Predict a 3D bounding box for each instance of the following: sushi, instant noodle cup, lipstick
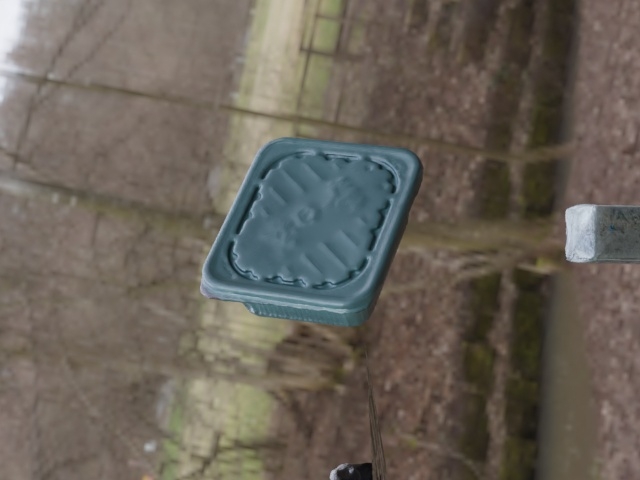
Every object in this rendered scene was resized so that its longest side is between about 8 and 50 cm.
[{"bbox_3d":[0.047,0.342,1.709,0.339,0.069,0.320,-90,-9,-62],"label":"sushi"},{"bbox_3d":[0.000,0.000,1.219,0.070,0.157,0.179,70,-146,-46],"label":"instant noodle cup"},{"bbox_3d":[0.433,-0.005,1.746,0.077,0.290,0.076,178,91,-68],"label":"lipstick"}]
